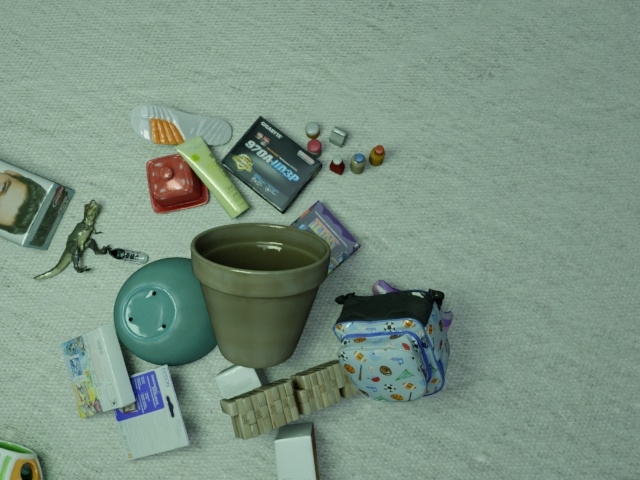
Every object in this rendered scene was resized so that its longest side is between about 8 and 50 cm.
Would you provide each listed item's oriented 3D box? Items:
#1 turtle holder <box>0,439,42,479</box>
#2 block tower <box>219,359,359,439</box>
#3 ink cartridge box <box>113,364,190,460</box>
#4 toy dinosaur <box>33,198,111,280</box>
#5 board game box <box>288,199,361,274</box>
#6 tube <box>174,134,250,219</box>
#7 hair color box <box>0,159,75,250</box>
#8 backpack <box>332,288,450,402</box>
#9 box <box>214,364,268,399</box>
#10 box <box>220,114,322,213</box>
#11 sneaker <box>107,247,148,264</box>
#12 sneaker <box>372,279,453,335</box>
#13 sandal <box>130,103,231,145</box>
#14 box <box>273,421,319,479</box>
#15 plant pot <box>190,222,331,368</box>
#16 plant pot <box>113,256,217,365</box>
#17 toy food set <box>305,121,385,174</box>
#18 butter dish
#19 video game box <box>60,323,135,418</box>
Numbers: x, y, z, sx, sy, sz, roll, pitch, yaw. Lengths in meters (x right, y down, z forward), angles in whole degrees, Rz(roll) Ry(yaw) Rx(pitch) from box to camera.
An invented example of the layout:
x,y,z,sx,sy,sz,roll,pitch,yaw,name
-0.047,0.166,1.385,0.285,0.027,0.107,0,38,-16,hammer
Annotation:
x,y,z,sx,sy,sz,roll,pitch,yaw,name
-0.827,0.605,1.146,0.320,0.243,0.227,-1,62,40,turtle holder
-0.063,0.375,1.140,0.336,0.091,0.097,-11,81,-29,block tower
-0.428,0.433,1.198,0.208,0.045,0.206,-21,82,20,ink cartridge box
-0.649,0.024,1.279,0.118,0.064,0.268,33,87,11,toy dinosaur
0.000,0.000,1.271,0.141,0.048,0.170,-42,84,-3,board game box
-0.283,-0.168,1.266,0.062,0.070,0.240,-35,95,5,tube
-0.891,-0.131,1.273,0.375,0.113,0.185,22,84,3,hair color box
0.180,0.260,1.118,0.277,0.263,0.213,-7,40,36,backpack
-0.199,0.356,1.205,0.101,0.102,0.087,-26,86,-1,box
-0.133,-0.206,1.297,0.220,0.051,0.175,39,85,6,box
-0.519,0.042,1.266,0.098,0.069,0.038,7,84,2,sneaker
0.245,0.168,1.230,0.236,0.095,0.104,36,78,0,sneaker
-0.383,-0.304,1.310,0.265,0.076,0.101,6,93,-19,sandal
-0.054,0.554,1.164,0.091,0.130,0.170,-7,83,1,box
-0.148,0.135,1.138,0.323,0.323,0.280,7,110,2,plant pot
-0.393,0.178,1.184,0.290,0.195,0.290,0,83,2,plant pot
0.053,-0.248,1.271,0.232,0.104,0.111,29,85,4,toy food set
-0.396,-0.166,1.264,0.160,0.118,0.159,-11,84,-1,butter dish
-0.568,0.334,1.202,0.187,0.048,0.205,-22,82,28,video game box
